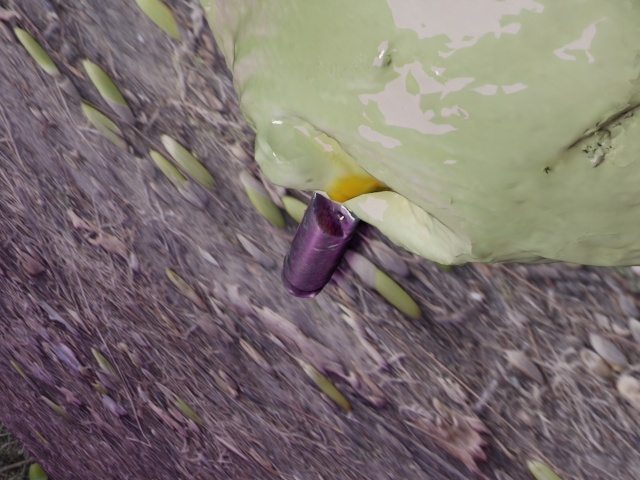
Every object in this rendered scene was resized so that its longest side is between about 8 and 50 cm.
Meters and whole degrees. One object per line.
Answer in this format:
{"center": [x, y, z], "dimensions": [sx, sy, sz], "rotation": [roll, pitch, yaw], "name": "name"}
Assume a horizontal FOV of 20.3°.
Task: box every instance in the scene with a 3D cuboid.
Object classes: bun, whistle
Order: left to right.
{"center": [0.000, 0.000, 1.068], "dimensions": [0.033, 0.033, 0.176], "rotation": [43, 162, 5], "name": "whistle"}
{"center": [0.040, -0.095, 0.528], "dimensions": [0.283, 0.179, 0.283], "rotation": [41, 160, 18], "name": "bun"}
